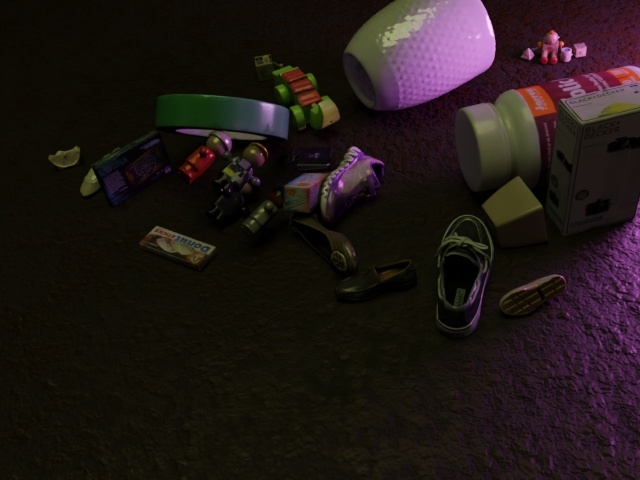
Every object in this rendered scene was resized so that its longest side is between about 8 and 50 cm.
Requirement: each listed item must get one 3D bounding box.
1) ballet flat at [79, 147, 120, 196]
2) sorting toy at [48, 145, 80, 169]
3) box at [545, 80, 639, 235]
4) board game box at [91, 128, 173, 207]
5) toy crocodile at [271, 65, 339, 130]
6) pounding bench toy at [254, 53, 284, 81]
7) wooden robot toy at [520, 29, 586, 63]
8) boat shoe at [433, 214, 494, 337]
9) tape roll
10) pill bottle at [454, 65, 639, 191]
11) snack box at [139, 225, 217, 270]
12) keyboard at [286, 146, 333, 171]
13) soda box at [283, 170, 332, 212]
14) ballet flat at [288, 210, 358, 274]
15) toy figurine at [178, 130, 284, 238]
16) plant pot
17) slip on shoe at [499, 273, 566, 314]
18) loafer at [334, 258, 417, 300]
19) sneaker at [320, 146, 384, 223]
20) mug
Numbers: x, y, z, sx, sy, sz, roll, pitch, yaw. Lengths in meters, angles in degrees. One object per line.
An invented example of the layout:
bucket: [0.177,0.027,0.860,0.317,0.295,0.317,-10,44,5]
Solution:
ballet flat: [-0.568,-0.181,1.764,0.057,0.052,0.168,16,50,25]
sorting toy: [-0.687,-0.232,1.851,0.083,0.044,0.075,-17,37,-6]
box: [0.555,-0.156,1.358,0.169,0.289,0.087,-13,43,-4]
board game box: [-0.463,-0.180,1.691,0.186,0.126,0.026,-36,49,-25]
toy crocodile: [-0.048,-0.396,1.853,0.115,0.105,0.340,-20,44,-10]
pounding bench toy: [-0.152,-0.522,2.041,0.083,0.052,0.065,-11,43,-1]
wooden robot toy: [0.648,-0.541,1.893,0.174,0.079,0.076,4,45,15]
boat shoe: [0.277,0.041,1.338,0.113,0.104,0.306,9,47,19]
tape roll: [-0.238,-0.294,1.665,0.322,0.077,0.321,4,4,0]
pill bottle: [0.511,-0.237,1.496,0.393,0.224,0.224,-12,44,-3]
snack box: [-0.321,0.016,1.535,0.178,0.022,0.064,18,49,27]
keyboard: [-0.027,-0.198,1.659,0.108,0.023,0.180,1,20,3]
soda box: [-0.026,-0.112,1.533,0.063,0.058,0.183,6,18,16]
ballet flat: [0.000,0.000,1.447,0.058,0.084,0.250,-15,37,-25]
toy figurine: [-0.182,-0.128,1.511,0.210,0.213,0.148,18,58,44]
plant pot: [0.398,-0.047,1.415,0.096,0.109,0.109,-25,44,4]
slip on shoe: [0.400,0.102,1.301,0.135,0.051,0.041,-27,6,-6]
loafer: [0.109,0.074,1.367,0.170,0.061,0.062,-15,45,-5]
sneaker: [0.077,-0.123,1.562,0.105,0.095,0.236,18,49,17]
mug: [0.223,-0.498,1.824,0.328,0.276,0.374,-31,17,-11]
